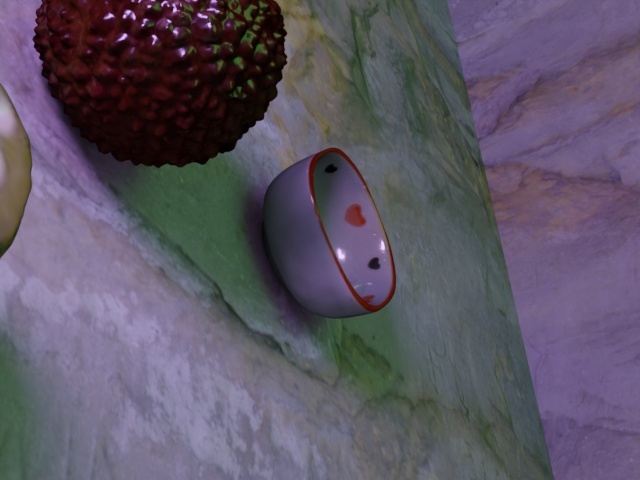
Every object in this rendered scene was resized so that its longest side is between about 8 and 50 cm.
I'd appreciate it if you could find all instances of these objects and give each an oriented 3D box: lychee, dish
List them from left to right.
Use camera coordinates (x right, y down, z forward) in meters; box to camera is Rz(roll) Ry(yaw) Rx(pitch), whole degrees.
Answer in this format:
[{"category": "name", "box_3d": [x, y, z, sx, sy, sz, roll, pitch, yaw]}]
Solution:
[{"category": "lychee", "box_3d": [-0.169, -0.203, 1.160, 0.264, 0.300, 0.264, -1, 91, -32]}, {"category": "dish", "box_3d": [0.000, 0.000, 1.538, 0.256, 0.117, 0.256, 49, 30, -42]}]

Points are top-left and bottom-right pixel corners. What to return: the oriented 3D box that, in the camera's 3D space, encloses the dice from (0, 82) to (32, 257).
[{"category": "dice", "box_3d": [-0.315, -0.049, 0.749, 0.166, 0.169, 0.169, 49, 29, -43]}]
